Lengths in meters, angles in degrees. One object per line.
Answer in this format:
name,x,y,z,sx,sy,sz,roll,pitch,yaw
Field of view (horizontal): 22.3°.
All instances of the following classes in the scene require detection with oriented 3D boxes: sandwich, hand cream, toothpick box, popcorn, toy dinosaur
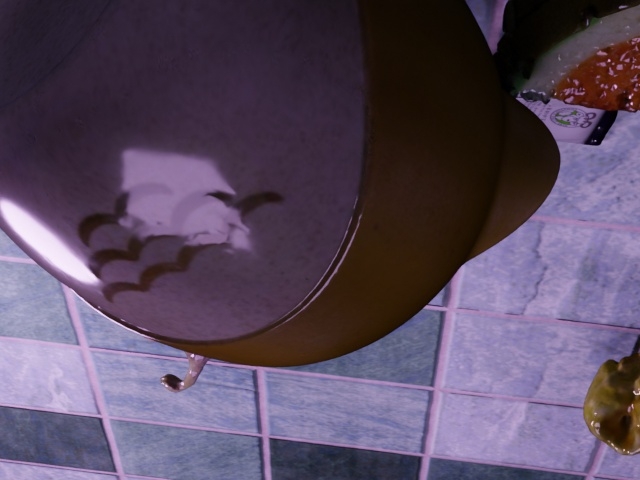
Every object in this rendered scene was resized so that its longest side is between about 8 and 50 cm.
sandwich,0.300,-0.199,1.390,0.212,0.109,0.292,13,154,-23
hand cream,0.132,-0.138,1.594,0.336,0.076,0.121,5,157,-8
toothpick box,-0.057,-0.105,1.348,0.409,0.409,0.425,-21,135,42
popcorn,0.487,0.204,1.991,0.286,0.174,0.225,28,123,0
toy dinosaur,-0.134,0.131,2.135,0.251,0.072,0.200,38,130,-27
